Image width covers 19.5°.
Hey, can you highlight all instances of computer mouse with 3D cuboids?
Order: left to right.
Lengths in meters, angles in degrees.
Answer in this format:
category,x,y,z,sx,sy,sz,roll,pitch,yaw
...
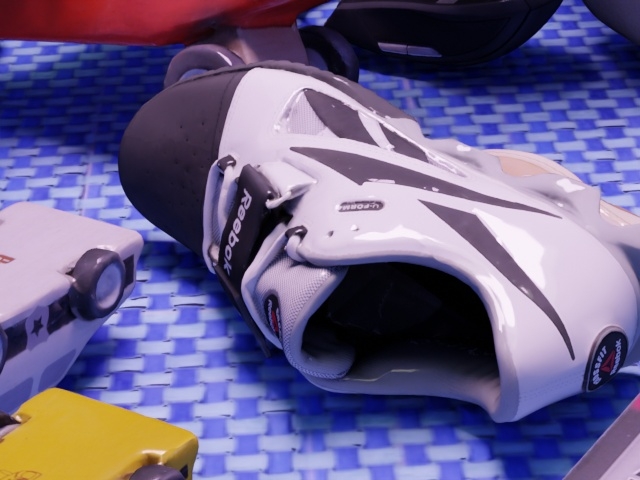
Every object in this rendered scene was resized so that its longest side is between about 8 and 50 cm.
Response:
category,x,y,z,sx,sy,sz,roll,pitch,yaw
computer mouse,0.079,-0.174,1.329,0.262,0.060,0.184,2,30,32

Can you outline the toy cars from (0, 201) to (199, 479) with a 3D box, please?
category,x,y,z,sx,sy,sz,roll,pitch,yaw
toy cars,-0.149,0.093,0.817,0.176,0.087,0.394,-3,24,-11

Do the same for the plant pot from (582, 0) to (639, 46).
category,x,y,z,sx,sy,sz,roll,pitch,yaw
plant pot,0.293,-0.196,1.189,0.256,0.257,0.274,-19,15,-28

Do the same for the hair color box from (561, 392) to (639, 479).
category,x,y,z,sx,sy,sz,roll,pitch,yaw
hair color box,0.124,0.179,0.578,0.185,0.114,0.374,16,37,32

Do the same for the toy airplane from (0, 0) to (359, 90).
category,x,y,z,sx,sy,sz,roll,pitch,yaw
toy airplane,-0.164,-0.216,1.174,0.384,0.273,0.386,-3,13,-13

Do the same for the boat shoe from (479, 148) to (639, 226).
category,x,y,z,sx,sy,sz,roll,pitch,yaw
boat shoe,0.117,-0.002,0.990,0.059,0.063,0.170,-18,32,-39

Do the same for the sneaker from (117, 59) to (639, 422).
category,x,y,z,sx,sy,sz,roll,pitch,yaw
sneaker,0.000,0.000,0.932,0.330,0.122,0.146,18,32,34
